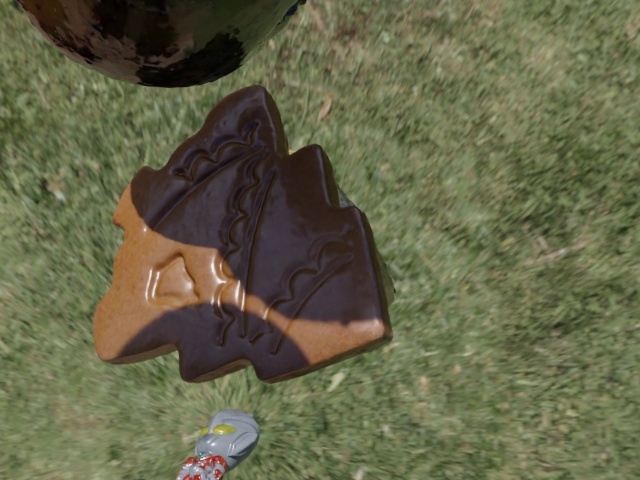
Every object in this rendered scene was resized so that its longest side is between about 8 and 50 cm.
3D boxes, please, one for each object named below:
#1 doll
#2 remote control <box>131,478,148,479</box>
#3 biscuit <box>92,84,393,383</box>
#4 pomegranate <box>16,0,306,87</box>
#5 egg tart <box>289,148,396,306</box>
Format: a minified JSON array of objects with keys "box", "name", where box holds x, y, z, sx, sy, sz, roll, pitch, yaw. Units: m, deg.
[{"box":[-0.132,0.275,1.684,0.094,0.180,0.079,-11,116,34],"name":"doll"},{"box":[-0.190,0.257,0.832,0.045,0.097,0.256,33,75,26],"name":"remote control"},{"box":[-0.063,0.014,1.118,0.306,0.043,0.284,26,86,33],"name":"biscuit"},{"box":[-0.143,-0.286,0.956,0.341,0.285,0.285,44,81,-4],"name":"pomegranate"},{"box":[0.000,0.000,1.547,0.094,0.234,0.234,-33,85,-5],"name":"egg tart"}]
